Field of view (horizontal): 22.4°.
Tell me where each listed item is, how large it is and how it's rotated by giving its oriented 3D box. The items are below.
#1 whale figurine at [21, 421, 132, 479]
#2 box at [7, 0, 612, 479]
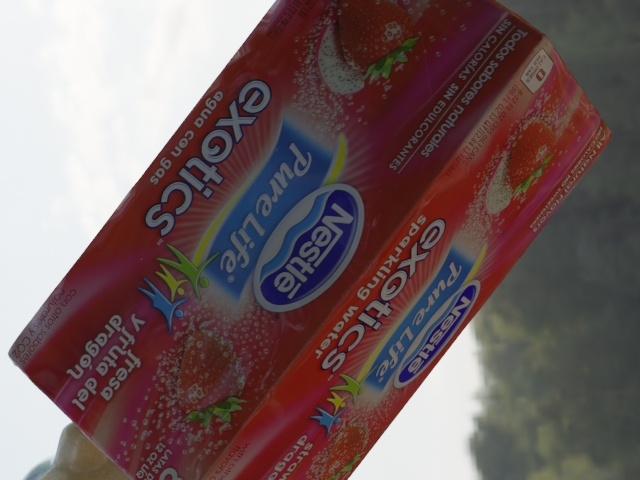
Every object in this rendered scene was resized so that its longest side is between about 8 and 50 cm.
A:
[{"bbox_3d":[-0.180,0.237,1.551,0.216,0.272,0.141,50,171,-28],"label":"whale figurine"},{"bbox_3d":[0.000,0.000,0.736,0.257,0.122,0.128,-52,-28,1],"label":"box"}]
